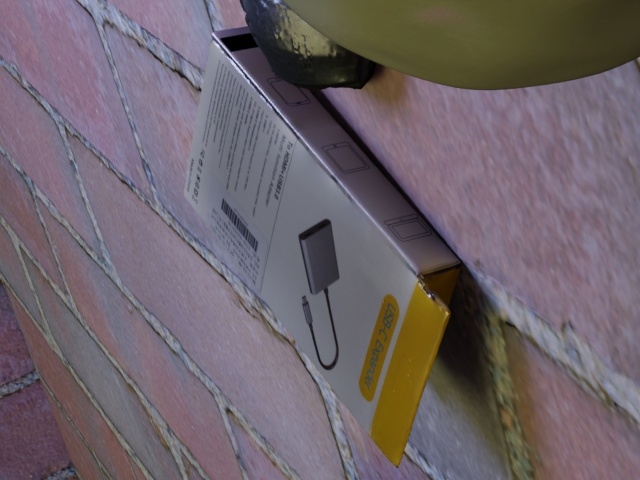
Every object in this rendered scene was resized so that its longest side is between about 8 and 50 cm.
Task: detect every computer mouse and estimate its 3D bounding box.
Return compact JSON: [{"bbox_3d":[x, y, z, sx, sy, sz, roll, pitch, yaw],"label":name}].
[{"bbox_3d":[-0.017,-0.119,0.906,0.135,0.047,0.079,49,156,50],"label":"computer mouse"}]

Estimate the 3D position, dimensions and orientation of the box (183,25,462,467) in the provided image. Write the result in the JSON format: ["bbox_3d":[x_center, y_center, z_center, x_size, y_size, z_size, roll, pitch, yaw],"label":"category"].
[{"bbox_3d":[0.000,0.000,0.979,0.247,0.033,0.129,51,142,34],"label":"box"}]

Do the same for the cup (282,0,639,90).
[{"bbox_3d":[0.076,-0.106,0.403,0.255,0.173,0.202,64,165,8],"label":"cup"}]
